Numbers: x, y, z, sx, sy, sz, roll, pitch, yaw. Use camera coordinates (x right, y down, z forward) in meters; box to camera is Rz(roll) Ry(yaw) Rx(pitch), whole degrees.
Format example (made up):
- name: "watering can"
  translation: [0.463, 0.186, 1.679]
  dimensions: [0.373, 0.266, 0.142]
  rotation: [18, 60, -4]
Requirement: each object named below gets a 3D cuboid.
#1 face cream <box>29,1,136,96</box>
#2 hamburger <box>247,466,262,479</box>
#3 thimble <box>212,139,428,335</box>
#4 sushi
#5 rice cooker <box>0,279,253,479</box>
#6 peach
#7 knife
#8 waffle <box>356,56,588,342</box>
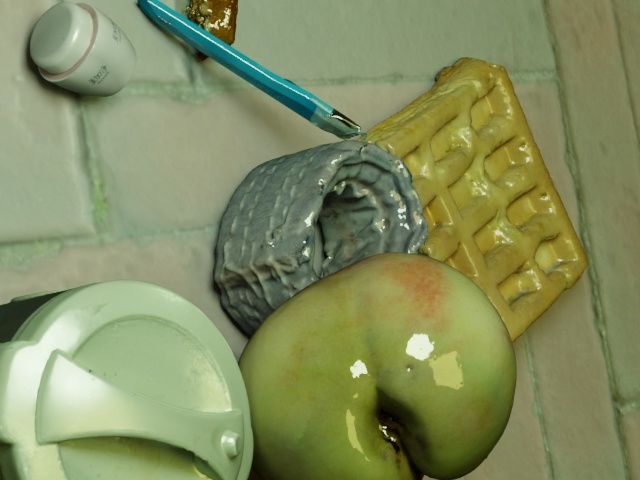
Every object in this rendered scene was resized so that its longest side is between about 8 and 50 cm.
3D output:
- name: "face cream"
  translation: [-0.247, -0.198, 1.710]
  dimensions: [0.095, 0.091, 0.091]
  rotation: [29, 63, -44]
- name: "hamburger"
  translation: [-0.020, 0.305, 1.789]
  dimensions: [0.283, 0.145, 0.259]
  rotation: [47, 56, -20]
- name: "thimble"
  translation: [0.000, 0.000, 1.848]
  dimensions: [0.236, 0.172, 0.205]
  rotation: [-34, 102, -40]
- name: "sushi"
  translation: [-0.124, -0.262, 1.867]
  dimensions: [0.060, 0.061, 0.118]
  rotation: [3, 70, -2]
- name: "rice cooker"
  translation: [-0.229, 0.177, 1.523]
  dimensions: [0.288, 0.277, 0.288]
  rotation: [11, 73, -40]
- name: "peach"
  translation: [0.053, 0.139, 1.631]
  dimensions: [0.247, 0.292, 0.292]
  rotation: [44, 55, -23]
- name: "knife"
  translation: [-0.076, -0.192, 1.832]
  dimensions: [0.297, 0.044, 0.026]
  rotation: [33, 74, -9]
- name: "waffle"
  translation: [0.202, -0.039, 2.112]
  dimensions: [0.304, 0.077, 0.348]
  rotation: [-37, 107, -42]
